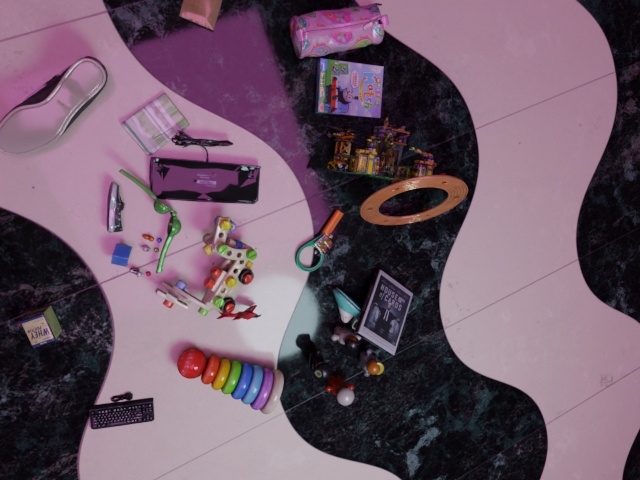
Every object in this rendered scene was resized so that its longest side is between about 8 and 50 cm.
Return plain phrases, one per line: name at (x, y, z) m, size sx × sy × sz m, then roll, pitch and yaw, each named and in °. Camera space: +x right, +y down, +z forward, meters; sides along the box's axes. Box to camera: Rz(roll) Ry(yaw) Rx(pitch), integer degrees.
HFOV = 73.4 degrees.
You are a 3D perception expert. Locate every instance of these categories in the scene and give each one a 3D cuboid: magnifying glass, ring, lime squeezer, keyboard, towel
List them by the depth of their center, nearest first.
towel at (-0.463, -0.327, 1.209) m, size 0.152 × 0.023 × 0.113 m, roll -40°, pitch 110°, yaw -7°
lime squeezer at (-0.467, -0.067, 1.233) m, size 0.109 × 0.059 × 0.311 m, roll -16°, pitch 111°, yaw -11°
keyboard at (-0.335, -0.213, 1.266) m, size 0.317 × 0.033 × 0.202 m, roll 2°, pitch 106°, yaw -19°
keyboard at (-0.608, 0.522, 1.319) m, size 0.180 × 0.023 × 0.108 m, roll -2°, pitch 100°, yaw -18°
ring at (0.287, -0.127, 1.346) m, size 0.336 × 0.336 × 0.032 m, roll -2°, pitch 70°, yaw -17°
magnifying glass at (0.000, 0.000, 1.417) m, size 0.092 × 0.026 × 0.231 m, roll 34°, pitch 90°, yaw -20°

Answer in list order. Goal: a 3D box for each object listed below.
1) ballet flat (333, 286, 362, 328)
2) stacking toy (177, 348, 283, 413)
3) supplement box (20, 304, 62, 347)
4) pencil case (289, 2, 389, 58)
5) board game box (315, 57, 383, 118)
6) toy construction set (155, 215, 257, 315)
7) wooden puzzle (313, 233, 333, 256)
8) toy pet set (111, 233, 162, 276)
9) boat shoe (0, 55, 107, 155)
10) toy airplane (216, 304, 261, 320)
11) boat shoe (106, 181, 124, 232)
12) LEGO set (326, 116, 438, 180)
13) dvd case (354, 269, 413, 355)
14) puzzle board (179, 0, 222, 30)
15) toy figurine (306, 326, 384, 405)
ballet flat at (0.122, 0.257, 1.470) m, size 0.247 × 0.083 × 0.087 m, roll 36°, pitch 93°, yaw -20°
stacking toy at (-0.289, 0.431, 1.351) m, size 0.330 × 0.141 × 0.141 m, roll 24°, pitch 92°, yaw -16°
supplement box at (-0.766, 0.235, 1.184) m, size 0.056 × 0.083 × 0.083 m, roll -19°, pitch 105°, yaw -14°
pencil case at (0.053, -0.620, 1.268) m, size 0.284 × 0.124 × 0.124 m, roll -15°, pitch 104°, yaw -13°
board game box at (0.091, -0.473, 1.349) m, size 0.211 × 0.039 × 0.160 m, roll -1°, pitch 100°, yaw -18°
toy construction set at (-0.318, 0.096, 1.265) m, size 0.328 × 0.151 × 0.215 m, roll -48°, pitch 134°, yaw 4°
wooden puzzle at (0.010, 0.012, 1.405) m, size 0.083 × 0.006 × 0.049 m, roll -40°, pitch 110°, yaw -6°
toy pet set at (-0.530, 0.042, 1.233) m, size 0.114 × 0.065 × 0.122 m, roll 17°, pitch 94°, yaw -20°
boat shoe at (-0.686, -0.345, 1.111) m, size 0.335 × 0.095 × 0.112 m, roll -42°, pitch 123°, yaw -2°
toy airplane at (-0.256, 0.229, 1.327) m, size 0.151 × 0.151 × 0.028 m, roll -1°, pitch 98°, yaw -17°
boat shoe at (-0.575, -0.092, 1.208) m, size 0.040 × 0.049 × 0.142 m, roll 1°, pitch 102°, yaw -37°
LEGO set at (0.191, -0.288, 1.307) m, size 0.331 × 0.255 × 0.192 m, roll 4°, pitch 99°, yaw -22°
dvd case at (0.220, 0.245, 1.468) m, size 0.179 × 0.029 × 0.239 m, roll 36°, pitch 63°, yaw -25°
puzzle board at (-0.327, -0.667, 1.196) m, size 0.096 × 0.011 × 0.128 m, roll 16°, pitch 94°, yaw -18°
toy figurine at (0.081, 0.418, 1.450) m, size 0.209 × 0.148 × 0.213 m, roll -39°, pitch 108°, yaw -7°
